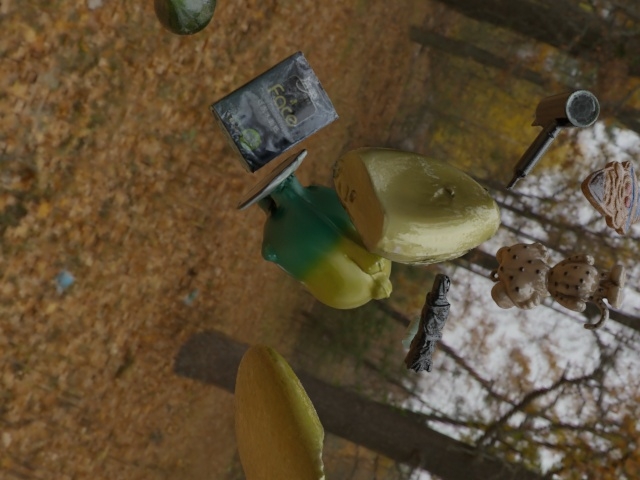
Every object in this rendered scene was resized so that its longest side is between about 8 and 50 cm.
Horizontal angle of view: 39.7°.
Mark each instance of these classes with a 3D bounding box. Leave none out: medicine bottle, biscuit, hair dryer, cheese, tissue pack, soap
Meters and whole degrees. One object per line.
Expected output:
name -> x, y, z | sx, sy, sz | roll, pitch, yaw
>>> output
medicine bottle -> 0.244, 0.237, 2.283 | 0.083, 0.047, 0.047 | -58, 175, -35
biscuit -> 0.695, -0.107, 2.067 | 0.043, 0.280, 0.183 | -8, -105, 44
hair dryer -> 0.456, -0.206, 1.872 | 0.248, 0.078, 0.195 | -51, -170, -4
cheese -> 0.195, -0.063, 1.624 | 0.128, 0.316, 0.259 | -54, -138, 41
tissue pack -> -0.100, -0.273, 1.894 | 0.235, 0.173, 0.073 | -34, -164, -15
soap -> -0.064, 0.373, 1.531 | 0.427, 0.115, 0.306 | -123, -151, -49

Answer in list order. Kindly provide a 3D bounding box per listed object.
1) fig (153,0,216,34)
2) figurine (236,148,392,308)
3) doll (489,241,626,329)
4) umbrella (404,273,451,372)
fig -> -0.229, -0.401, 1.475 | 0.177, 0.117, 0.117 | -118, -129, -80
figurine -> 0.000, 0.000, 1.832 | 0.231, 0.340, 0.323 | -46, -171, -21
doll -> 0.484, 0.088, 1.832 | 0.119, 0.278, 0.154 | 42, 67, -53
umbrella -> 0.247, 0.186, 2.002 | 0.059, 0.066, 0.235 | 38, -60, 54
